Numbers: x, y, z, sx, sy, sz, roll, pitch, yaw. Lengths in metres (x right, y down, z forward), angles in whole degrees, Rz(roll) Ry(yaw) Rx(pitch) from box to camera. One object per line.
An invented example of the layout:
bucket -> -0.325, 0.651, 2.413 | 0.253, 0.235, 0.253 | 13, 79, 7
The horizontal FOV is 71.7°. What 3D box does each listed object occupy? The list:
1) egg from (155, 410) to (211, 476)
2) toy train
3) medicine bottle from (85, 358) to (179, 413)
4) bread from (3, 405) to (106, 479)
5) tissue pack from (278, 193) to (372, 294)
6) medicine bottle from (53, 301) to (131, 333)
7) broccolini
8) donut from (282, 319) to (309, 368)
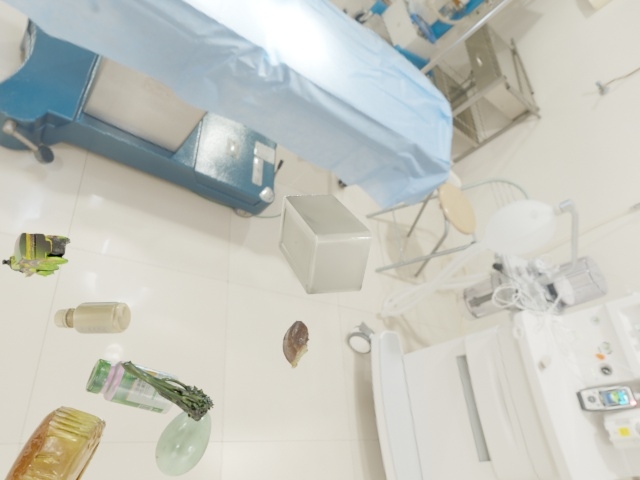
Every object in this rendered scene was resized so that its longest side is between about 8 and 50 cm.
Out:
egg -> -0.525, 0.774, 1.718 | 0.183, 0.182, 0.264 | 39, 61, -19
toy train -> -0.940, 0.052, 1.465 | 0.160, 0.296, 0.101 | 5, 71, -43
medicine bottle -> -0.628, 0.486, 1.485 | 0.274, 0.133, 0.134 | 25, 51, -25
bread -> -0.711, 0.594, 1.171 | 0.156, 0.204, 0.288 | 19, 53, -5
tissue pack -> 0.000, 0.001, 1.078 | 0.135, 0.160, 0.246 | -2, 29, -23
medicine bottle -> -0.818, 0.277, 1.580 | 0.114, 0.252, 0.114 | -2, 90, -83
broccolini -> -0.294, 0.284, 0.872 | 0.201, 0.074, 0.058 | 45, 59, -16
donut -> -0.122, 0.494, 2.146 | 0.144, 0.126, 0.187 | 34, 51, 9
